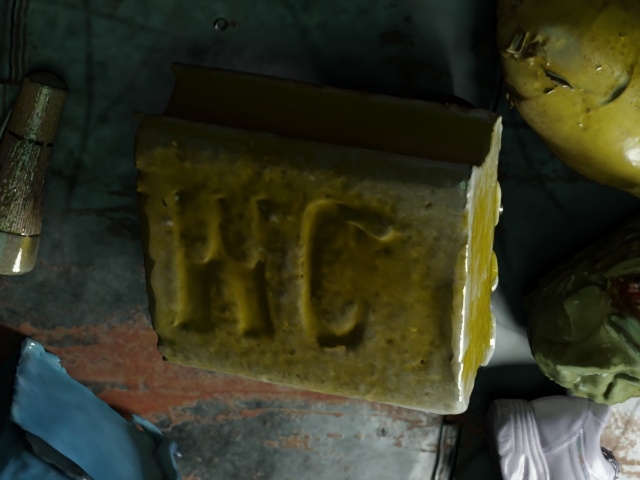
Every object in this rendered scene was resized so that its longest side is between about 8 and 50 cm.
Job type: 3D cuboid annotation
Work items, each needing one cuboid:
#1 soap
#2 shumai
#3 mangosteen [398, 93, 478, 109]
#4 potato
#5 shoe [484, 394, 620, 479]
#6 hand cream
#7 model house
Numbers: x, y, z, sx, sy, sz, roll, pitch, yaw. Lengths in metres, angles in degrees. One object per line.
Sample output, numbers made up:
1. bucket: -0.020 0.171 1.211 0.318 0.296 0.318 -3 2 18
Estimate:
1. soap: 0.000 0.000 1.720 0.335 0.156 0.293 10 123 14
2. shumai: 0.341 0.082 1.832 0.256 0.218 0.189 -38 102 7
3. mangosteen: 0.101 -0.090 1.790 0.140 0.140 0.140 -2 111 -6
4. potato: 0.283 -0.153 1.770 0.300 0.140 0.173 36 96 -24
5. shoe: 0.263 0.277 1.956 0.138 0.095 0.245 -12 105 0
6. hand cream: -0.296 -0.070 1.767 0.084 0.084 0.203 16 103 -13
7. model house: -0.313 0.288 1.812 0.303 0.237 0.215 -44 110 10
